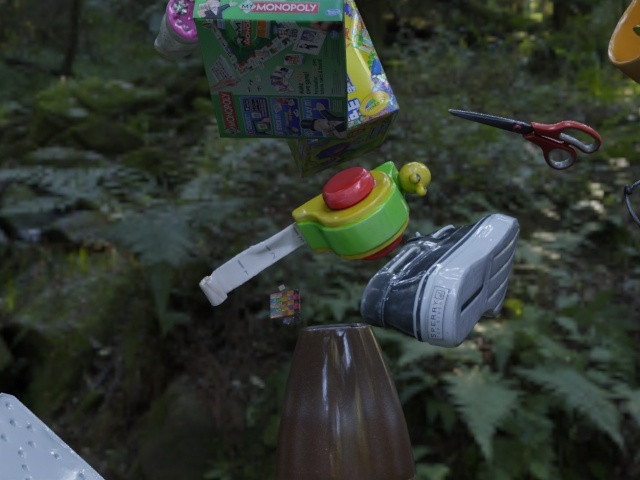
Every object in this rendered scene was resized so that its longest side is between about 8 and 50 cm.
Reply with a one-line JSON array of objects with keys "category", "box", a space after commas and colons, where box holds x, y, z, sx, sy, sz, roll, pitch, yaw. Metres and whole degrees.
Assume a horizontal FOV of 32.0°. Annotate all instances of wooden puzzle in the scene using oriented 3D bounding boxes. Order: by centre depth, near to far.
[{"category": "wooden puzzle", "box": [-0.057, 0.104, 1.808, 0.049, 0.083, 0.006, -11, -42, 10]}]

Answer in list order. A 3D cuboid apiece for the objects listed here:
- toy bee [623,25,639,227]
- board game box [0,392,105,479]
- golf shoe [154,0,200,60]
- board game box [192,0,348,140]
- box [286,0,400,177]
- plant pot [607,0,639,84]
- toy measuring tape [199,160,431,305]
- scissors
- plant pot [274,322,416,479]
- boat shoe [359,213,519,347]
[{"category": "toy bee", "box": [0.451, -0.171, 1.250, 0.195, 0.298, 0.162, 3, -19, -12]}, {"category": "board game box", "box": [-0.337, 0.396, 1.337, 0.390, 0.050, 0.390, 43, 18, -1]}, {"category": "golf shoe", "box": [-0.202, -0.437, 2.054, 0.306, 0.115, 0.140, -47, 5, -40]}, {"category": "board game box", "box": [-0.066, -0.255, 1.706, 0.213, 0.046, 0.317, 3, -26, 3]}, {"category": "box", "box": [0.000, -0.298, 2.048, 0.177, 0.279, 0.290, -22, -7, -6]}, {"category": "plant pot", "box": [0.525, -0.262, 1.494, 0.188, 0.205, 0.205, 36, -6, -14]}, {"category": "toy measuring tape", "box": [0.000, 0.000, 1.414, 0.330, 0.121, 0.121, -31, 4, 0]}, {"category": "scissors", "box": [0.370, -0.205, 1.989, 0.297, 0.021, 0.109, 23, -47, -27]}, {"category": "plant pot", "box": [0.029, 0.244, 1.686, 0.215, 0.230, 0.215, -4, 0, 0]}, {"category": "boat shoe", "box": [0.139, 0.029, 1.244, 0.119, 0.121, 0.335, 12, 12, 20]}]
